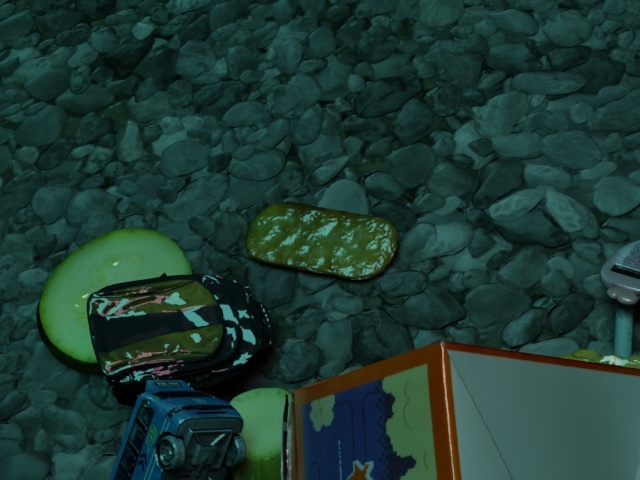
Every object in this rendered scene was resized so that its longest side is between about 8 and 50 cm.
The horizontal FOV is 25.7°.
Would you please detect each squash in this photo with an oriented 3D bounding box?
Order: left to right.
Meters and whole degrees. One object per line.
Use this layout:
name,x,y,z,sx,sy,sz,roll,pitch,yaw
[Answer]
squash,-0.307,0.095,2.121,0.252,0.049,0.252,-8,51,11
squash,-0.064,0.277,1.841,0.170,0.123,0.170,-6,44,6

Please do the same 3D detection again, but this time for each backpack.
backpack,-0.191,0.137,1.974,0.258,0.133,0.206,-11,62,-11

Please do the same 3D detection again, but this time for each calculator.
calculator,0.439,0.044,1.910,0.103,0.024,0.166,18,38,29

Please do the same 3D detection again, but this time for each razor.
razor,0.398,0.142,1.836,0.068,0.106,0.232,-1,41,17

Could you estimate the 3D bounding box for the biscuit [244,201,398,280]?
biscuit,0.000,0.000,2.115,0.247,0.029,0.118,11,61,25

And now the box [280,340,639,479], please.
box,0.174,0.296,1.455,0.257,0.349,0.318,-22,66,47

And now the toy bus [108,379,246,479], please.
toy bus,-0.196,0.302,1.773,0.113,0.246,0.134,4,24,-41

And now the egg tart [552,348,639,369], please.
egg tart,0.339,0.264,1.687,0.297,0.132,0.297,-3,85,32
